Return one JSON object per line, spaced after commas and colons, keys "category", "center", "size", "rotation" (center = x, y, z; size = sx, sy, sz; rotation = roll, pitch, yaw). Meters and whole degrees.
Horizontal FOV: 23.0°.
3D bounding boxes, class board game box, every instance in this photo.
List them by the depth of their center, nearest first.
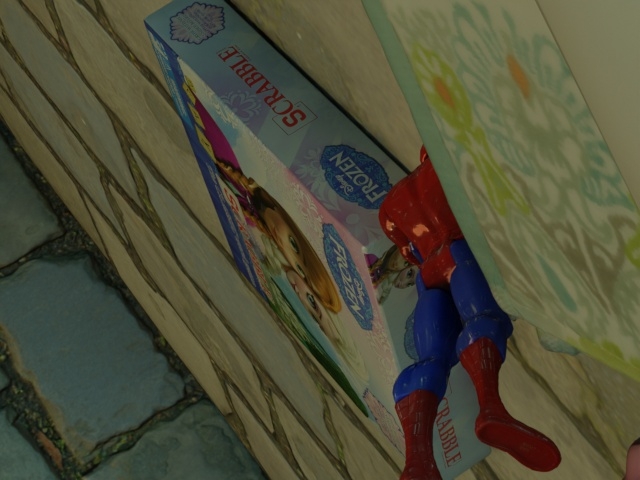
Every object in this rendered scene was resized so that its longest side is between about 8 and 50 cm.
{"category": "board game box", "center": [0.000, 0.000, 1.252], "size": [0.318, 0.066, 0.319], "rotation": [46, 163, 39]}

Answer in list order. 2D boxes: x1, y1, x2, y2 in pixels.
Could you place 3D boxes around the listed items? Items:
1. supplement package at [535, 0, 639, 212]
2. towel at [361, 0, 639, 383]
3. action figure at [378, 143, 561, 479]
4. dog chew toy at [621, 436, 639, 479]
{"category": "supplement package", "center": [0.149, -0.074, 0.288], "size": [0.293, 0.177, 0.175], "rotation": [61, 166, -14]}
{"category": "towel", "center": [0.125, -0.074, 0.590], "size": [0.320, 0.090, 0.374], "rotation": [30, 150, 58]}
{"category": "action figure", "center": [0.099, 0.046, 0.866], "size": [0.139, 0.091, 0.280], "rotation": [35, -150, -28]}
{"category": "dog chew toy", "center": [0.230, 0.234, 0.707], "size": [0.332, 0.206, 0.206], "rotation": [65, 167, 4]}
